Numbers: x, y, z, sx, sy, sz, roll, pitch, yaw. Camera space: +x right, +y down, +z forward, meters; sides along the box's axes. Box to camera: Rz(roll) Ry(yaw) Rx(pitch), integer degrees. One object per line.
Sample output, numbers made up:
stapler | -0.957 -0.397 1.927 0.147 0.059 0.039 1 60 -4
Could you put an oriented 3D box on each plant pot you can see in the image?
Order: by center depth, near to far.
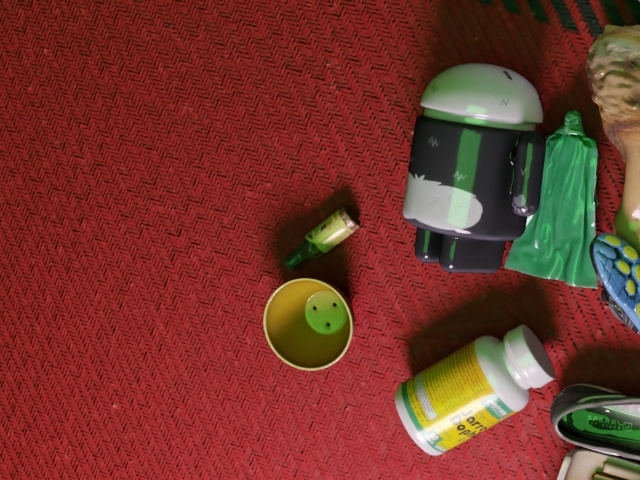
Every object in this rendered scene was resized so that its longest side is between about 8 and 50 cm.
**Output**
plant pot | -0.004 0.114 1.792 0.134 0.095 0.134 2 98 18

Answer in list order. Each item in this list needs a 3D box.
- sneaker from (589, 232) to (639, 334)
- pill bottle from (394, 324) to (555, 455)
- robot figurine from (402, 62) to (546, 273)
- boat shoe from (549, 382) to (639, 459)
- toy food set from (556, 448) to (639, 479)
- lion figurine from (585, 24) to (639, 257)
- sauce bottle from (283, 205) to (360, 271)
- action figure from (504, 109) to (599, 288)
sneaker | 0.397 0.063 1.628 0.067 0.188 0.078 -50 37 -16
pill bottle | 0.219 0.206 1.720 0.208 0.117 0.118 -33 87 19
robot figurine | 0.207 -0.098 1.648 0.209 0.173 0.278 11 99 18
boat shoe | 0.476 0.264 1.655 0.335 0.095 0.112 6 101 18
toy food set | 0.448 0.431 1.671 0.306 0.092 0.220 16 103 4
lion figurine | 0.449 -0.079 1.596 0.240 0.142 0.392 10 105 24
sauce bottle | 0.000 0.000 1.802 0.128 0.042 0.042 -38 85 17
action figure | 0.332 -0.062 1.669 0.137 0.063 0.232 12 106 26
